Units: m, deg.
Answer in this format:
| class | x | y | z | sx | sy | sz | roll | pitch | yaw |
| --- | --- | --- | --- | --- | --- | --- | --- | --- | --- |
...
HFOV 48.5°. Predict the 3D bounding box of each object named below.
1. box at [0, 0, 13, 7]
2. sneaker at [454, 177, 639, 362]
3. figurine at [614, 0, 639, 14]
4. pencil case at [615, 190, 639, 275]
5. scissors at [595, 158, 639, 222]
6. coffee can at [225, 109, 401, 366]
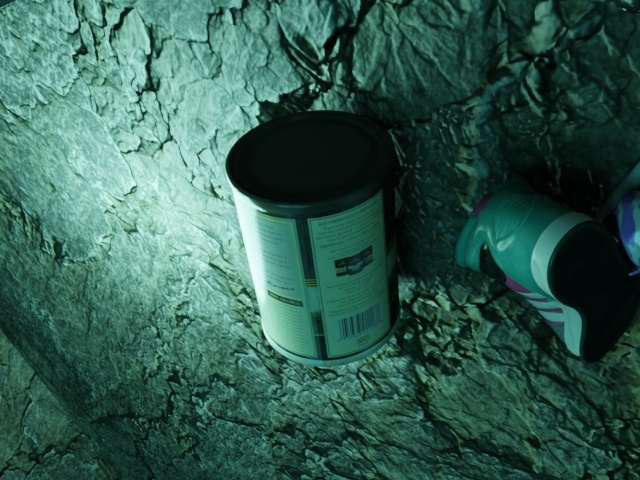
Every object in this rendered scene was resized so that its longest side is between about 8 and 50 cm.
| class | x | y | z | sx | sy | sz | roll | pitch | yaw |
| --- | --- | --- | --- | --- | --- | --- | --- | --- | --- |
| box | -0.200 | -0.406 | 0.477 | 0.472 | 0.480 | 0.297 | -24 | 109 | 48 |
| sneaker | 0.249 | 0.029 | 0.823 | 0.178 | 0.124 | 0.295 | 41 | 176 | 42 |
| figurine | 0.299 | -0.262 | 0.480 | 0.215 | 0.092 | 0.209 | 38 | 148 | 56 |
| pencil case | 0.393 | -0.026 | 0.678 | 0.206 | 0.086 | 0.088 | -14 | 91 | 46 |
| scissors | 0.358 | -0.105 | 0.685 | 0.109 | 0.021 | 0.297 | 24 | 138 | 19 |
| coffee can | 0.000 | 0.000 | 0.925 | 0.202 | 0.201 | 0.275 | 17 | 136 | 26 |
